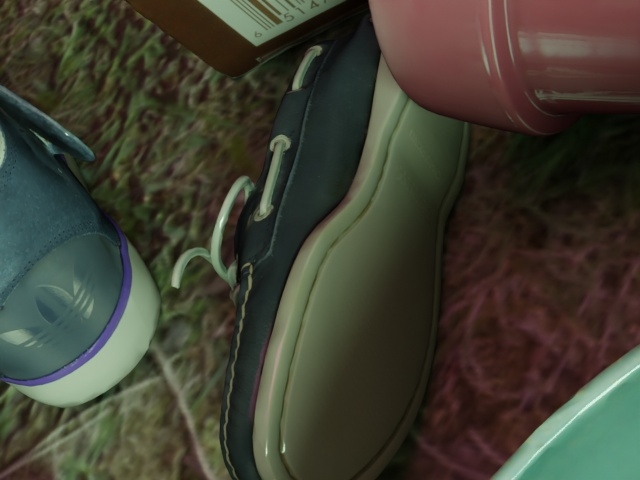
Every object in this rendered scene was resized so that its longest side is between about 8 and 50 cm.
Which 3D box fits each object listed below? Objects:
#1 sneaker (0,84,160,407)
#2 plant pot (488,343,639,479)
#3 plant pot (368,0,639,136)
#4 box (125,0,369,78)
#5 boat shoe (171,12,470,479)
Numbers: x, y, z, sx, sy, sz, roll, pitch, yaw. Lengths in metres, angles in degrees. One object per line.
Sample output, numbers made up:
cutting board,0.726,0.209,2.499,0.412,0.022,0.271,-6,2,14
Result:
sneaker,-0.227,-0.059,0.726,0.130,0.236,0.323,-48,42,-6
plant pot,0.165,0.160,0.271,0.293,0.196,0.293,-20,46,23
plant pot,0.140,-0.127,0.550,0.180,0.201,0.201,17,66,27
box,-0.039,-0.300,0.793,0.191,0.143,0.381,-24,62,21
boat shoe,0.000,0.000,0.610,0.079,0.095,0.254,-9,50,30
